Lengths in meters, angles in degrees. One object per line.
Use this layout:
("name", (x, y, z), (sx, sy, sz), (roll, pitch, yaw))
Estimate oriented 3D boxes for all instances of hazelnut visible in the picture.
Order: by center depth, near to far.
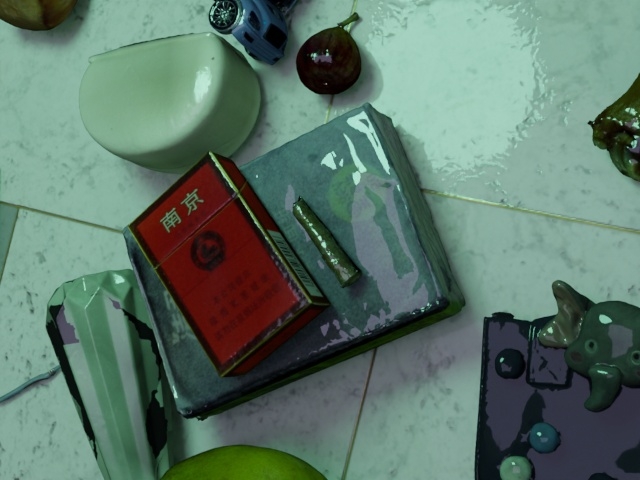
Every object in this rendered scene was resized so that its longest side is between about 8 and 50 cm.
("hazelnut", (-0.446, -0.404, 1.503), (0.150, 0.150, 0.150), (-4, 81, 24))

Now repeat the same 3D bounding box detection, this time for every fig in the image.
("fig", (0.017, -0.261, 1.298), (0.089, 0.089, 0.125), (1, 58, 25))

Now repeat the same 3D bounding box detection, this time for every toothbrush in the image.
("toothbrush", (-0.433, 0.215, 1.463), (0.193, 0.013, 0.019), (-25, 82, 19))

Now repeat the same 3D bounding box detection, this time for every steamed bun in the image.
("steamed bun", (-0.214, -0.183, 1.346), (0.242, 0.146, 0.164), (-6, 77, 23))

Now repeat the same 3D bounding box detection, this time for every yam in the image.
("yam", (0.000, 0.000, 1.154), (0.033, 0.027, 0.129), (-43, 69, 13))

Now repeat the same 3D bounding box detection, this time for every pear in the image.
("pear", (-0.084, 0.357, 1.179), (0.269, 0.212, 0.212), (16, 89, 14))

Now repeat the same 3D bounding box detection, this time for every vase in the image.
("vase", (-0.272, 0.227, 1.318), (0.165, 0.165, 0.360), (-19, 79, 21))

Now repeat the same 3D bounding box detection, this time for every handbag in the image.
("handbag", (0.336, 0.182, 1.067), (0.326, 0.118, 0.269), (-1, 82, 22))

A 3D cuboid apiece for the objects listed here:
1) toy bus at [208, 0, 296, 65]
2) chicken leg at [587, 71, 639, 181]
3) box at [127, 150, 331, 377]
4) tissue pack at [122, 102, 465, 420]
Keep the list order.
("toy bus", (-0.118, -0.394, 1.345), (0.133, 0.125, 0.292), (-35, 69, 15))
("chicken leg", (0.421, -0.259, 1.073), (0.361, 0.140, 0.211), (-45, 76, 8))
("box", (-0.116, 0.029, 1.178), (0.153, 0.074, 0.239), (-42, 69, 19))
("tissue pack", (-0.043, 0.035, 1.251), (0.394, 0.124, 0.288), (-25, 73, 19))
